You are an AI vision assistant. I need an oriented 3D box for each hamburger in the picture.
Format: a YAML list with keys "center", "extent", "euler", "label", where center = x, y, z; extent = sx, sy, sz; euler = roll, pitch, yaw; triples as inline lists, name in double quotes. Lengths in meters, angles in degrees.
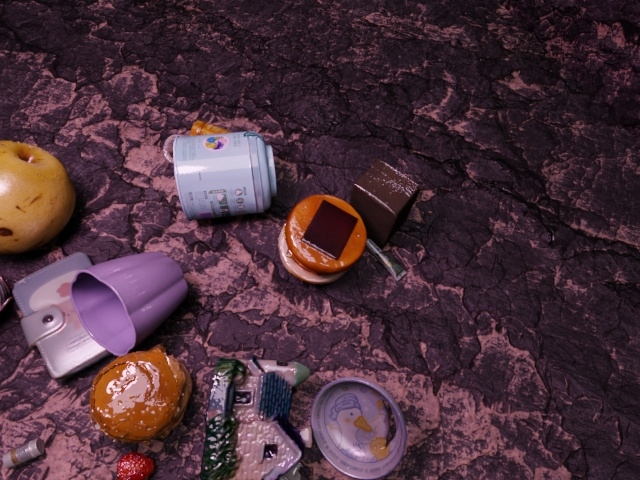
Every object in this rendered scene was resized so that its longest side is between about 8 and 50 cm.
- center: [-0.486, 0.428, 1.121]
  extent: [0.260, 0.211, 0.245]
  euler: [-20, 73, -19]
  label: "hamburger"
- center: [0.000, 0.000, 1.352]
  extent: [0.290, 0.225, 0.291]
  euler: [4, 69, -9]
  label: "hamburger"

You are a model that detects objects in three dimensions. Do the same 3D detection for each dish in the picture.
- center: [0.122, 0.509, 1.170]
  extent: [0.273, 0.133, 0.274]
  euler: [1, 92, 25]
  label: "dish"

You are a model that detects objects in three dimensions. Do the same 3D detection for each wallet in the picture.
- center: [-0.765, 0.231, 1.257]
  extent: [0.252, 0.083, 0.360]
  euler: [-30, 70, -23]
  label: "wallet"

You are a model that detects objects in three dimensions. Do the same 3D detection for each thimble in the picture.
- center: [-0.511, -0.335, 1.518]
  extent: [0.115, 0.090, 0.102]
  euler: [-19, 93, 20]
  label: "thimble"

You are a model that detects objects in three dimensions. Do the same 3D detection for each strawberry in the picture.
- center: [-0.497, 0.613, 1.101]
  extent: [0.096, 0.083, 0.083]
  euler: [7, 60, -34]
  label: "strawberry"

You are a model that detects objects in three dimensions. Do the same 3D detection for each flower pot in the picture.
- center: [-0.538, 0.164, 1.204]
  extent: [0.265, 0.265, 0.243]
  euler: [38, 32, 12]
  label: "flower pot"

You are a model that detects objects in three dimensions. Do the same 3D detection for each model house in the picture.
- center: [-0.156, 0.471, 1.111]
  extent: [0.284, 0.243, 0.299]
  euler: [6, 76, -7]
  label: "model house"

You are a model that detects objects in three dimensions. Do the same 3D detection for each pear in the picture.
- center: [-0.955, -0.135, 1.271]
  extent: [0.348, 0.348, 0.349]
  euler: [2, 64, -4]
  label: "pear"

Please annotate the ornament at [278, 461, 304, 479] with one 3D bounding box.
- center: [-0.086, 0.652, 1.135]
  extent: [0.092, 0.041, 0.069]
  euler: [-18, 65, -12]
  label: "ornament"

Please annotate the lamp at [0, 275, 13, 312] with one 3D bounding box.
- center: [-1.056, 0.158, 1.187]
  extent: [0.265, 0.233, 0.233]
  euler: [-15, 67, -4]
  label: "lamp"

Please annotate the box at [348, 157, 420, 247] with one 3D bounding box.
- center: [0.202, -0.121, 1.402]
  extent: [0.184, 0.273, 0.143]
  euler: [38, 71, 14]
  label: "box"

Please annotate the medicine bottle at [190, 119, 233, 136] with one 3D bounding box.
- center: [-0.390, -0.383, 1.570]
  extent: [0.191, 0.096, 0.096]
  euler: [22, 65, 6]
  label: "medicine bottle"

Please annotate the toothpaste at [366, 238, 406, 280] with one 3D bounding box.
- center: [0.215, 0.056, 1.452]
  extent: [0.049, 0.031, 0.204]
  euler: [-39, 75, -19]
  label: "toothpaste"

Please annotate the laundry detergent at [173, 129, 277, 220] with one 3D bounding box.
- center: [-0.309, -0.221, 1.395]
  extent: [0.305, 0.287, 0.287]
  euler: [-7, 65, -8]
  label: "laundry detergent"

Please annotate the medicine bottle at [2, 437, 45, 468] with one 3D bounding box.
- center: [-0.798, 0.573, 1.107]
  extent: [0.083, 0.047, 0.047]
  euler: [-22, 68, -15]
  label: "medicine bottle"
